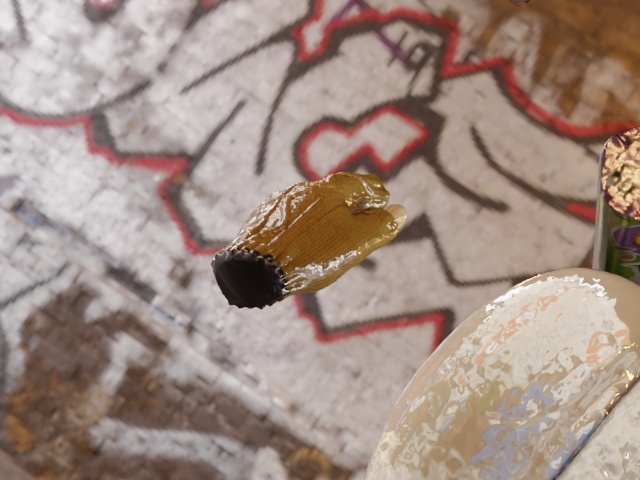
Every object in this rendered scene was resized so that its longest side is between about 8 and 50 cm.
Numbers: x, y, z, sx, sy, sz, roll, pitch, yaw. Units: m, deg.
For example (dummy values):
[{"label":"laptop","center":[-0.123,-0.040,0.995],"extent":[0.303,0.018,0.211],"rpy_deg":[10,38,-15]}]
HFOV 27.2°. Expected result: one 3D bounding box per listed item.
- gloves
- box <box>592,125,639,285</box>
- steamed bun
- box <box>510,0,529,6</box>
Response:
[{"label":"gloves","center":[-0.010,-0.012,1.975],"extent":[0.203,0.356,0.155],"rpy_deg":[-15,-85,42]},{"label":"box","center":[0.327,-0.006,1.257],"extent":[0.134,0.097,0.345],"rpy_deg":[-4,-17,9]},{"label":"steamed bun","center":[0.139,0.135,0.824],"extent":[0.146,0.242,0.164],"rpy_deg":[37,1,-31]},{"label":"box","center":[0.160,-0.380,1.392],"extent":[0.215,0.086,0.215],"rpy_deg":[27,43,-28]}]
